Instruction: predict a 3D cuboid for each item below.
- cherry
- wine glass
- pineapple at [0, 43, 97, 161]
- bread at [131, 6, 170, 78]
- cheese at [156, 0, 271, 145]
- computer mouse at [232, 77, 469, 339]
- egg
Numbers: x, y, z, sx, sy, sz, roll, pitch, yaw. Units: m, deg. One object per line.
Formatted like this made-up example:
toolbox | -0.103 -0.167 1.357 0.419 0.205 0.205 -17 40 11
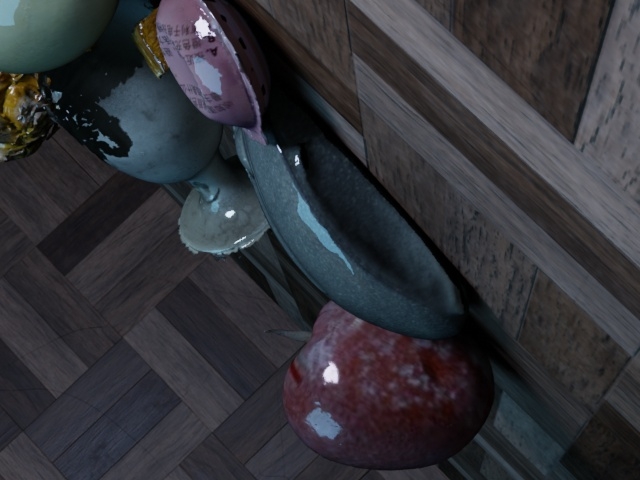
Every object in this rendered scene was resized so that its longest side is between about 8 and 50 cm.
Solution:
cherry | 0.067 0.157 1.762 0.286 0.236 0.213 19 167 9
wine glass | -0.191 -0.140 1.842 0.190 0.190 0.357 39 174 45
pineapple | -0.441 -0.277 1.964 0.300 0.352 0.352 41 173 -4
bread | -0.165 -0.228 1.649 0.070 0.077 0.083 59 171 -9
cheese | -0.124 -0.218 1.459 0.286 0.074 0.189 63 165 -19
computer mouse | 0.009 -0.022 1.602 0.374 0.114 0.203 48 174 -2
egg | -0.326 -0.295 1.634 0.218 0.218 0.295 49 159 -20
